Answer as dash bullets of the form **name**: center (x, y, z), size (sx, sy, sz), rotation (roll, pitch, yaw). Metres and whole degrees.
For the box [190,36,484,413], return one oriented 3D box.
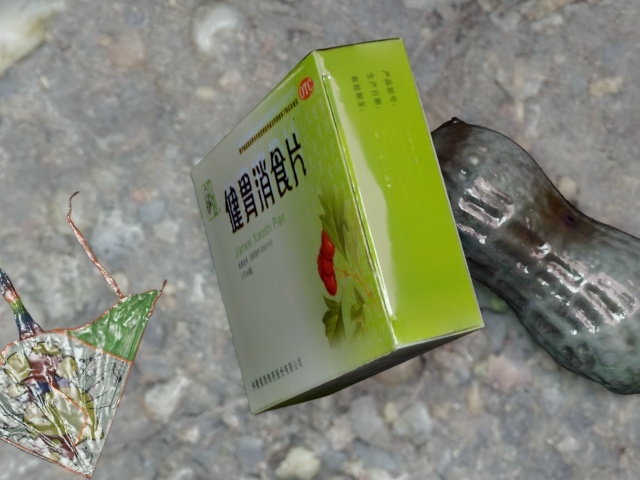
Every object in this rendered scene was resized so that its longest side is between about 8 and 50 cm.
- **box**: center (0.000, 0.001, 1.051), size (0.062, 0.260, 0.175), rotation (-11, 81, -22)

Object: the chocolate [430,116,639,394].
- **chocolate**: center (0.159, 0.011, 1.180), size (0.248, 0.110, 0.110), rotation (38, 70, -8)

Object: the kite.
- **kite**: center (-0.198, 0.044, 1.116), size (0.198, 0.006, 0.244), rotation (-25, 85, -20)
